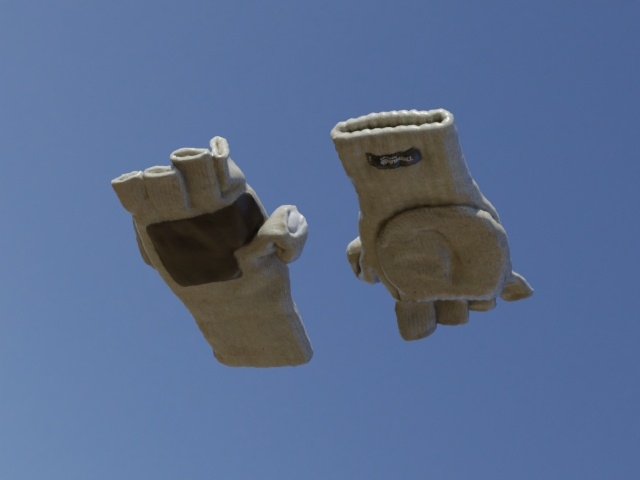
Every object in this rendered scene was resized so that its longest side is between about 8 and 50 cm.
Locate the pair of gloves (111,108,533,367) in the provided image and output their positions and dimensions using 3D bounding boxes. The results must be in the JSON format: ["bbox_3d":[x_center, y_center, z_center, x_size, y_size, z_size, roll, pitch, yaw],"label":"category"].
[{"bbox_3d":[0.000,0.000,0.922,0.240,0.042,0.204,-10,-44,21],"label":"pair of gloves"}]
